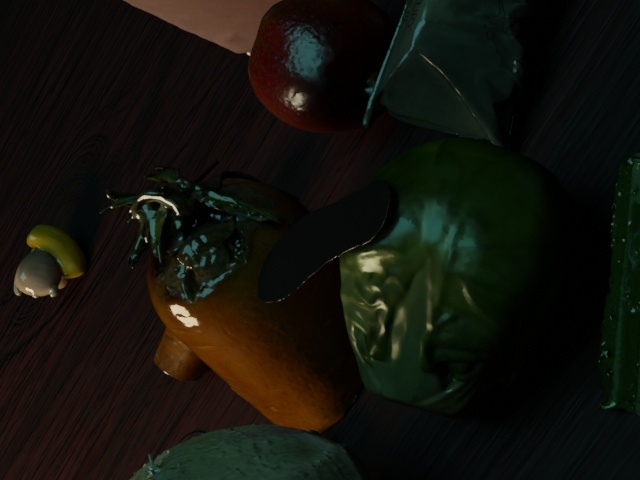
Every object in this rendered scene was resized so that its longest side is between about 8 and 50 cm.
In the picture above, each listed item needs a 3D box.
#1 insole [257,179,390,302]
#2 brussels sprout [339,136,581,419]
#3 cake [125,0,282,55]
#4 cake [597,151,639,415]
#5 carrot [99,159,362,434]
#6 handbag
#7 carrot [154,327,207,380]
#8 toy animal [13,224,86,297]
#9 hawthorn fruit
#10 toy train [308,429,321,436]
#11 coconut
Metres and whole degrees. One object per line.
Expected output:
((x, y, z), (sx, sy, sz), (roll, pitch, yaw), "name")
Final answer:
((0.001, 0.000, 1.466), (0.232, 0.003, 0.080), (-32, 46, 51), "insole")
((0.121, 0.038, 1.465), (0.219, 0.210, 0.271), (22, 101, 29), "brussels sprout")
((-0.108, -0.436, 1.900), (0.314, 0.293, 0.307), (-39, 44, 44), "cake")
((0.313, 0.041, 1.362), (0.100, 0.099, 0.235), (22, 112, 52), "cake")
((-0.072, 0.039, 1.663), (0.193, 0.331, 0.214), (19, 71, 52), "carrot")
((0.160, -0.220, 1.597), (0.182, 0.117, 0.270), (17, 88, 13), "handbag")
((-0.137, 0.072, 1.881), (0.087, 0.087, 0.193), (34, 113, 53), "carrot")
((-0.379, 0.042, 2.214), (0.082, 0.091, 0.114), (119, 167, -62), "toy animal")
((0.014, -0.193, 1.744), (0.188, 0.169, 0.169), (46, 111, 38), "hawthorn fruit")
((-0.023, 0.264, 1.676), (0.081, 0.050, 0.122), (41, 110, 39), "toy train")
((-0.052, 0.318, 1.508), (0.297, 0.254, 0.297), (174, 90, -73), "coconut")
